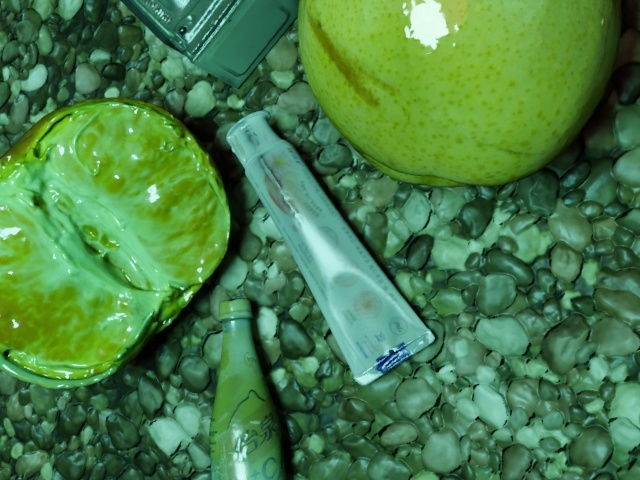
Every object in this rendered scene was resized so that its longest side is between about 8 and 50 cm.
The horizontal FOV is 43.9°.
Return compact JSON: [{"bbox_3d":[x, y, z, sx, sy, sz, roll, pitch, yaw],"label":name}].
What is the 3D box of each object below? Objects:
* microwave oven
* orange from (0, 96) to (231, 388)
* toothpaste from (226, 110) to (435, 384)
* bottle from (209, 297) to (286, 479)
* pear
[{"bbox_3d":[-0.145,-0.309,0.941,0.205,0.129,0.163,45,101,21],"label":"microwave oven"},{"bbox_3d":[-0.265,0.004,0.907,0.262,0.196,0.335,40,77,-2],"label":"orange"},{"bbox_3d":[0.000,0.000,0.887,0.100,0.066,0.323,-34,77,11],"label":"toothpaste"},{"bbox_3d":[-0.084,0.199,0.891,0.083,0.083,0.270,-9,77,22],"label":"bottle"},{"bbox_3d":[0.123,-0.202,0.736,0.314,0.314,0.315,-2,84,23],"label":"pear"}]
